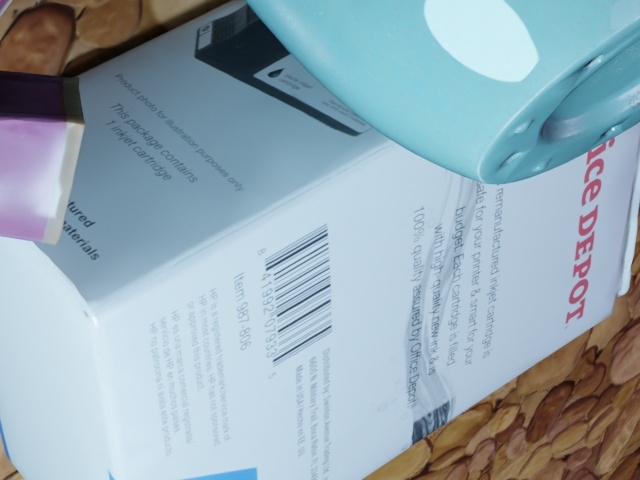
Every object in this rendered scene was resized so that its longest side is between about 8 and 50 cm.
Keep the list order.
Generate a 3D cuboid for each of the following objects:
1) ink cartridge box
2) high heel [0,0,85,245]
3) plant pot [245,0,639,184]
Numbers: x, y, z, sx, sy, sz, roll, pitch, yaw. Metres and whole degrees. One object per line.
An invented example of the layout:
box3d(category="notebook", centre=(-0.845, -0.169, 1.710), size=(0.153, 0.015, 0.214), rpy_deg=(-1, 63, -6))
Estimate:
box3d(category="ink cartridge box", centre=(0.000, 0.000, 1.059), size=(0.395, 0.166, 0.285), rpy_deg=(-30, 143, -25))
box3d(category="high heel", centre=(-0.176, -0.173, 0.759), size=(0.181, 0.127, 0.377), rpy_deg=(7, 106, -14))
box3d(category="plant pot", centre=(0.089, -0.170, 0.840), size=(0.293, 0.235, 0.293), rpy_deg=(-29, 166, -8))
